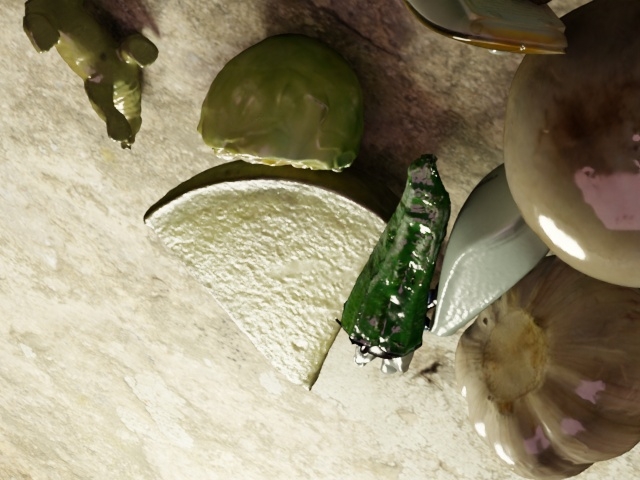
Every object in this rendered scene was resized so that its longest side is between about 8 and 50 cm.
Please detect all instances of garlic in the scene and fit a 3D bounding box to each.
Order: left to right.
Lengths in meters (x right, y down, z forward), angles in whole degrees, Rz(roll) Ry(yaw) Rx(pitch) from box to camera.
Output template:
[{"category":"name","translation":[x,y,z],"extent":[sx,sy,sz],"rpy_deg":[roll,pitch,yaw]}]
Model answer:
[{"category":"garlic","translation":[0.253,0.117,1.255],"extent":[0.212,0.218,0.218],"rpy_deg":[14,162,-38]}]

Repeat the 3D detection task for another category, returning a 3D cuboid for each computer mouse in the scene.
[{"category":"computer mouse","translation":[0.113,-0.181,0.993],"extent":[0.102,0.199,0.045],"rpy_deg":[3,125,-20]},{"category":"computer mouse","translation":[0.153,-0.002,1.218],"extent":[0.079,0.128,0.231],"rpy_deg":[36,142,0]}]

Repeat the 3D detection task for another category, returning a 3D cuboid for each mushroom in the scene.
[{"category":"mushroom","translation":[0.248,-0.078,1.017],"extent":[0.226,0.178,0.226],"rpy_deg":[5,107,16]}]

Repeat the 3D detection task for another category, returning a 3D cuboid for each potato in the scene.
[{"category":"potato","translation":[0.000,0.000,1.372],"extent":[0.255,0.112,0.269],"rpy_deg":[-26,115,41]}]

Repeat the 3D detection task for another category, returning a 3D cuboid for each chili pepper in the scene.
[{"category":"chili pepper","translation":[0.074,0.008,1.236],"extent":[0.088,0.059,0.227],"rpy_deg":[20,132,8]}]

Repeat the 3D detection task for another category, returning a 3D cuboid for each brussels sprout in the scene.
[{"category":"brussels sprout","translation":[-0.034,-0.129,1.229],"extent":[0.151,0.122,0.149],"rpy_deg":[6,-176,-3]}]

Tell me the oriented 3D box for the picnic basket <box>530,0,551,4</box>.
[{"category":"picnic basket","translation":[0.137,-0.268,0.915],"extent":[0.138,0.128,0.178],"rpy_deg":[35,157,25]}]

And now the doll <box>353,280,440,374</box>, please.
[{"category":"doll","translation":[0.078,0.087,1.438],"extent":[0.096,0.070,0.195],"rpy_deg":[49,140,10]}]

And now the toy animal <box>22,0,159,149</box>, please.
[{"category":"toy animal","translation":[-0.235,-0.188,1.390],"extent":[0.218,0.103,0.101],"rpy_deg":[52,162,-24]}]
